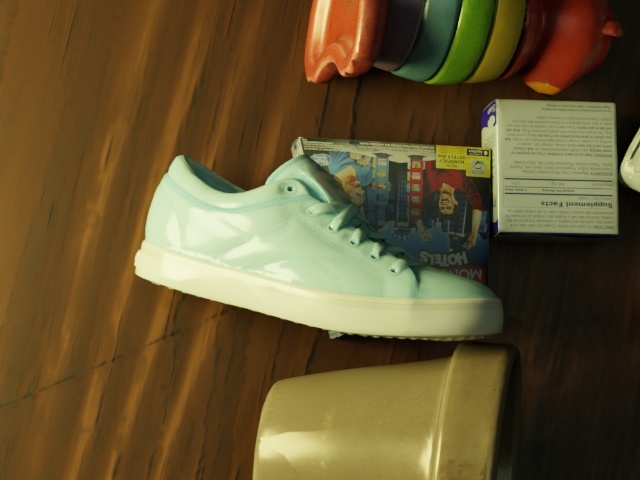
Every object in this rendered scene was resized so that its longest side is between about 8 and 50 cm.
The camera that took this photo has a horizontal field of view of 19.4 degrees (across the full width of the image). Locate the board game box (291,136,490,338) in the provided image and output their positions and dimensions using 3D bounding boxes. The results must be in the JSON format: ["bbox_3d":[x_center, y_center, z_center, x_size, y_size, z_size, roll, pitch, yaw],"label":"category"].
[{"bbox_3d":[0.066,0.002,1.848,0.194,0.060,0.194,3,83,-8],"label":"board game box"}]

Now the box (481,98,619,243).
[{"bbox_3d":[0.229,-0.068,1.874,0.126,0.072,0.137,1,82,-9],"label":"box"}]

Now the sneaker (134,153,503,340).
[{"bbox_3d":[0.000,0.000,1.738,0.365,0.135,0.150,12,95,17],"label":"sneaker"}]

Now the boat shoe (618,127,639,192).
[{"bbox_3d":[0.364,-0.138,1.895,0.081,0.079,0.227,14,57,27],"label":"boat shoe"}]

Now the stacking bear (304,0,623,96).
[{"bbox_3d":[0.151,-0.219,1.848,0.289,0.175,0.164,8,89,-17],"label":"stacking bear"}]

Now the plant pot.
[{"bbox_3d":[0.061,0.216,1.741,0.229,0.263,0.263,4,82,9],"label":"plant pot"}]
